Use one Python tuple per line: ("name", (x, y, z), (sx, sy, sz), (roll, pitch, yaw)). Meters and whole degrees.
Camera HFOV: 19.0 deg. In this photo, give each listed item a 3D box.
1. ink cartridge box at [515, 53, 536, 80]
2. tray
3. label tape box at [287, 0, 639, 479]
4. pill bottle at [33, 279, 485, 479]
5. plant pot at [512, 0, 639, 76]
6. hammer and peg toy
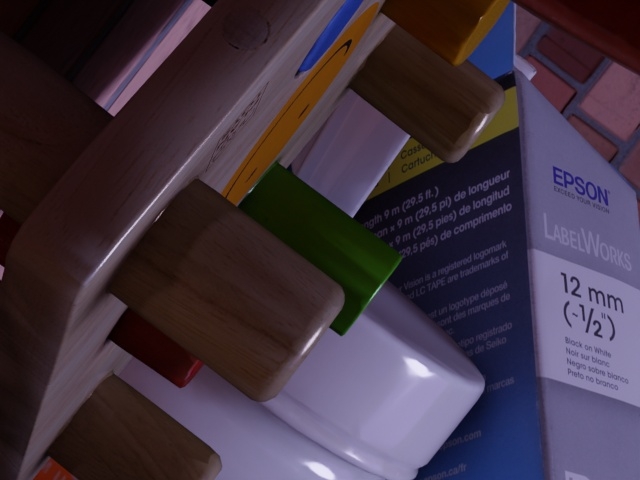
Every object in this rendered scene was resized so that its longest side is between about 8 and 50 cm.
("ink cartridge box", (0.000, 0.000, 1.472), (0.309, 0.130, 0.272), (-56, -179, -37))
("tray", (0.022, -0.112, 0.933), (0.270, 0.030, 0.145), (124, -35, -64))
("label tape box", (0.071, 0.051, 1.145), (0.249, 0.115, 0.348), (-26, -127, 42))
("pill bottle", (-0.104, 0.170, 1.011), (0.392, 0.224, 0.224), (-53, 178, 7))
("plant pot", (0.133, -0.167, 0.308), (0.265, 0.272, 0.272), (-60, 179, -6))
("hammer and peg toy", (-0.046, -0.005, 0.573), (0.361, 0.127, 0.266), (-52, 178, -24))
